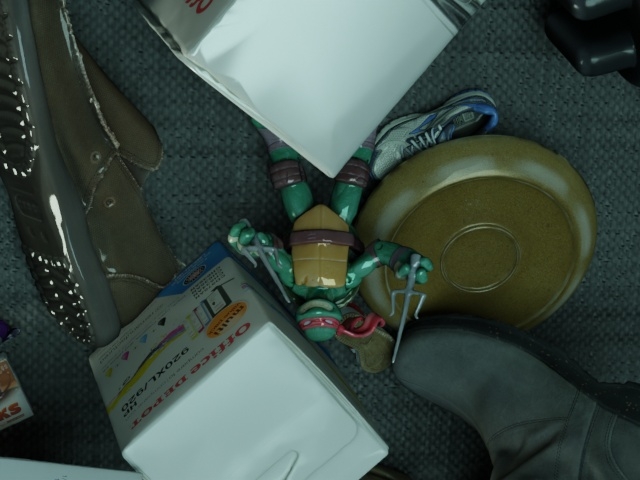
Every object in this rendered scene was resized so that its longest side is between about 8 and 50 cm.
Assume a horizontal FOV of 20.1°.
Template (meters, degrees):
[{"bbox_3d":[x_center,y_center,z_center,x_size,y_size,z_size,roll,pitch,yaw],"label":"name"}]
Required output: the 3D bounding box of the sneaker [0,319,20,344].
[{"bbox_3d":[-0.354,0.020,1.583,0.098,0.083,0.223,-39,116,-25],"label":"sneaker"}]

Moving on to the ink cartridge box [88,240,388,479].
[{"bbox_3d":[-0.077,0.142,1.592,0.171,0.232,0.168,-42,112,1],"label":"ink cartridge box"}]

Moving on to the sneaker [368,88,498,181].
[{"bbox_3d":[0.104,-0.095,1.656,0.135,0.058,0.052,-32,112,-2],"label":"sneaker"}]

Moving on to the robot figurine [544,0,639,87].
[{"bbox_3d":[0.338,-0.237,1.613,0.278,0.209,0.173,-18,74,-7],"label":"robot figurine"}]

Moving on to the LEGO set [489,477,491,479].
[{"bbox_3d":[0.222,0.342,1.688,0.331,0.192,0.255,-36,97,-26],"label":"LEGO set"}]

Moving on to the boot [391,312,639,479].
[{"bbox_3d":[0.168,0.204,1.590,0.222,0.338,0.118,-54,144,-27],"label":"boot"}]

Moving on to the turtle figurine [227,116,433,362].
[{"bbox_3d":[0.000,0.000,1.589,0.175,0.118,0.234,3,72,-14],"label":"turtle figurine"}]

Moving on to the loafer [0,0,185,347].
[{"bbox_3d":[-0.213,-0.089,1.558,0.130,0.134,0.365,-30,124,-28],"label":"loafer"}]

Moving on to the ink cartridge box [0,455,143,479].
[{"bbox_3d":[-0.255,0.285,1.549,0.272,0.309,0.130,9,68,-17],"label":"ink cartridge box"}]

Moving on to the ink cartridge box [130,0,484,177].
[{"bbox_3d":[0.046,-0.276,1.462,0.166,0.285,0.395,39,95,-22],"label":"ink cartridge box"}]

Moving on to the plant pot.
[{"bbox_3d":[0.146,0.011,1.679,0.236,0.032,0.236,-4,123,-6],"label":"plant pot"}]

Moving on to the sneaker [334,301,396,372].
[{"bbox_3d":[0.028,0.079,1.707,0.042,0.067,0.118,-43,142,0],"label":"sneaker"}]

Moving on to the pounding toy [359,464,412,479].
[{"bbox_3d":[0.018,0.255,1.737,0.141,0.100,0.130,23,101,-30],"label":"pounding toy"}]

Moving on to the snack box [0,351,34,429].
[{"bbox_3d":[-0.356,0.167,1.644,0.178,0.022,0.064,-25,113,-6],"label":"snack box"}]
